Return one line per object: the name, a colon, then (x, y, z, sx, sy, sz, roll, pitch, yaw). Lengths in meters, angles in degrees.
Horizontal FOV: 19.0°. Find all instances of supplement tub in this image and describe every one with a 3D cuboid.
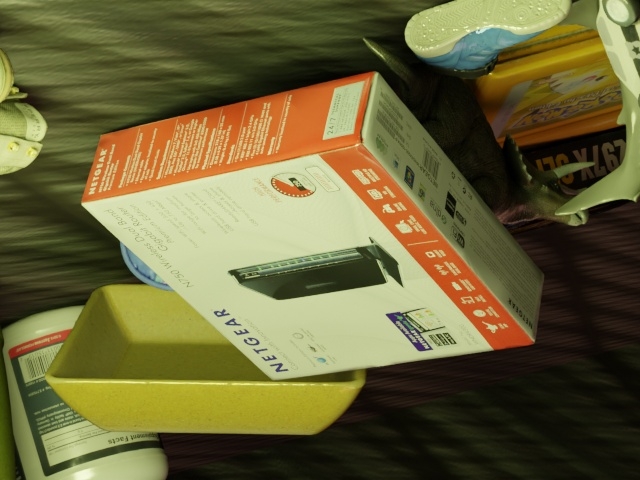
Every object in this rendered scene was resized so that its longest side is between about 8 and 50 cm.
supplement tub: (-0.296, 0.231, 2.321, 0.191, 0.272, 0.191, -17, 166, -4)

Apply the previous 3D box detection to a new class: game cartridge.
game cartridge: (0.268, -0.165, 2.005, 0.285, 0.052, 0.323, -16, 165, -11)

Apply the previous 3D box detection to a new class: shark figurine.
shark figurine: (0.273, -0.171, 1.805, 0.116, 0.278, 0.166, 11, -148, 26)

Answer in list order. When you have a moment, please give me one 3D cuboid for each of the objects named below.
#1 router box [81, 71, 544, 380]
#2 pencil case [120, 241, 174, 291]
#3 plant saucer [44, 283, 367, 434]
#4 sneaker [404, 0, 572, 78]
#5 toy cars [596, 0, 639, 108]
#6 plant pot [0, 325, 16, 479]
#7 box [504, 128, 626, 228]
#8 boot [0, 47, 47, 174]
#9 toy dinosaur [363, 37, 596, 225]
router box: (0.000, 0.000, 1.774, 0.301, 0.082, 0.335, -11, 142, 31)
pencil case: (-0.093, 0.007, 2.042, 0.133, 0.119, 0.306, 5, 176, 24)
plant saucer: (-0.109, 0.134, 2.109, 0.333, 0.081, 0.333, 1, -165, 4)
sneaker: (0.159, -0.192, 1.738, 0.152, 0.058, 0.084, -18, 161, 13)
toy cars: (0.362, -0.153, 1.729, 0.394, 0.176, 0.087, 21, 169, -37)
plant pot: (-0.473, 0.253, 2.017, 0.366, 0.353, 0.366, -17, 166, -4)
box: (0.262, -0.059, 2.258, 0.322, 0.079, 0.257, -14, 174, -24)
boot: (-0.274, -0.100, 1.501, 0.213, 0.077, 0.165, -23, 166, 37)
toy dinosaur: (0.121, -0.090, 1.844, 0.121, 0.160, 0.313, -22, 122, 43)
